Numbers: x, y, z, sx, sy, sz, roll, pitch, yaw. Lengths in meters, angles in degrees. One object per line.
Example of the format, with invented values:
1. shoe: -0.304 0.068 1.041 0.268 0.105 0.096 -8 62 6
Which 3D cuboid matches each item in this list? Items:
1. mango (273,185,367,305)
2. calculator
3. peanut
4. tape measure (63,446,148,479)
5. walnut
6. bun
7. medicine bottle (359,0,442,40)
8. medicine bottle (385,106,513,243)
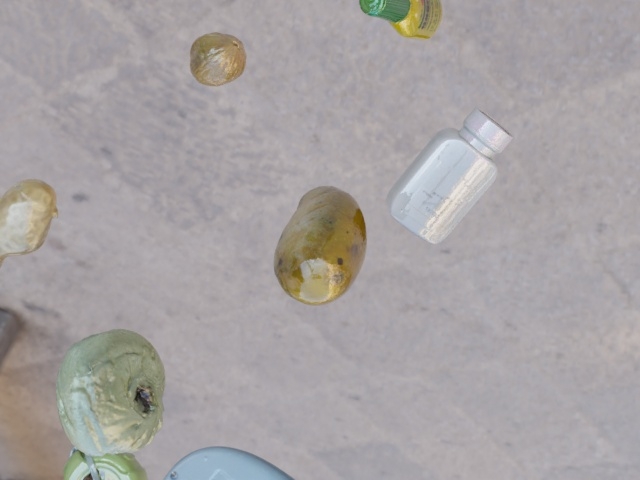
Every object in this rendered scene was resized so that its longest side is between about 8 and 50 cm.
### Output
1. mango: 0.008 0.002 1.921 0.177 0.329 0.175 8 123 11
2. calculator: -0.080 0.387 1.234 0.303 0.188 0.042 35 168 19
3. peanut: -0.578 -0.010 1.766 0.263 0.101 0.117 -35 81 13
4. tape measure: -0.426 0.495 1.922 0.175 0.200 0.106 -5 171 7
5. walnut: -0.193 -0.335 1.812 0.124 0.105 0.105 -15 134 43
6. bun: -0.343 0.252 1.639 0.221 0.221 0.108 39 145 -29
7. medicine bottle: 0.133 -0.382 1.601 0.064 0.260 0.095 8 101 26
8. medicine bottle: 0.284 -0.145 2.129 0.161 0.111 0.296 32 109 -19
